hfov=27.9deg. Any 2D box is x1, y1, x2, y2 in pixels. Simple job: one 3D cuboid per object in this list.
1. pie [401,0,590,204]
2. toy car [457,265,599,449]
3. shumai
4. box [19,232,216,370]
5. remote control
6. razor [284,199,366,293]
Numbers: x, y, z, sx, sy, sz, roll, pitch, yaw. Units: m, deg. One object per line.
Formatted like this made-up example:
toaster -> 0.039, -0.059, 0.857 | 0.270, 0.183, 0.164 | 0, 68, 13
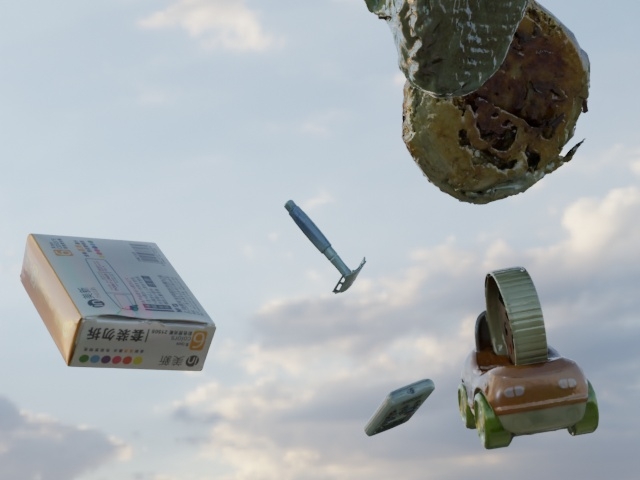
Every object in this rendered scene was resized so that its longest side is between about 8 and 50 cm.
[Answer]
pie -> 0.233, -0.184, 1.713 | 0.308, 0.308, 0.085 | 4, 13, -23
toy car -> 0.253, 0.140, 1.651 | 0.145, 0.235, 0.235 | -8, -16, -5
shumai -> 0.109, -0.242, 1.219 | 0.142, 0.184, 0.184 | 25, 7, 42
box -> -0.305, 0.089, 1.906 | 0.220, 0.091, 0.274 | 6, 24, -30
remote control -> 0.078, 0.168, 1.289 | 0.053, 0.018, 0.124 | -20, -19, -19
razor -> 0.000, 0.000, 1.659 | 0.040, 0.135, 0.068 | -34, -13, -25
